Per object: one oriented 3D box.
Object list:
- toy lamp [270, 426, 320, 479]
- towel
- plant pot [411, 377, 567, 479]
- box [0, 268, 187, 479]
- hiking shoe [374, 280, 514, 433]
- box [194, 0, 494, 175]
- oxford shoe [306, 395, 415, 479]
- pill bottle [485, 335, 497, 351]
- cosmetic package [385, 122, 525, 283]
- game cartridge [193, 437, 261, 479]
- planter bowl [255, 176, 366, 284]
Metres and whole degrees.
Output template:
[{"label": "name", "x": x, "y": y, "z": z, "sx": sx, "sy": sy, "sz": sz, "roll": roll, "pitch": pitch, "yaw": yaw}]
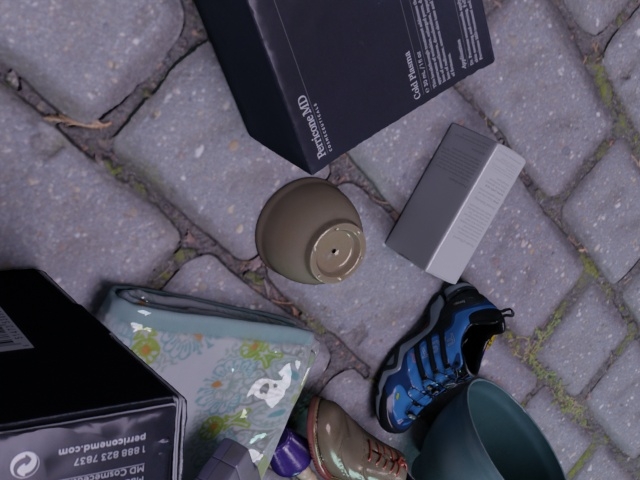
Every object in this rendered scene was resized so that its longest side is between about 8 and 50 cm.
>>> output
[{"label": "toy lamp", "x": -0.020, "y": 0.413, "z": 1.519, "sx": 0.080, "sy": 0.080, "sz": 0.274, "roll": -38, "pitch": 130, "yaw": -13}, {"label": "towel", "x": -0.201, "y": 0.243, "z": 1.302, "sx": 0.375, "sy": 0.090, "sz": 0.320, "roll": 16, "pitch": 102, "yaw": -38}, {"label": "plant pot", "x": 0.296, "y": 0.433, "z": 1.635, "sx": 0.196, "sy": 0.293, "sz": 0.293, "roll": -40, "pitch": 135, "yaw": 24}, {"label": "box", "x": -0.374, "y": 0.317, "z": 0.920, "sx": 0.297, "sy": 0.480, "sz": 0.471, "roll": -4, "pitch": 104, "yaw": -32}, {"label": "hiking shoe", "x": 0.203, "y": 0.217, "z": 1.532, "sx": 0.113, "sy": 0.132, "sz": 0.304, "roll": 26, "pitch": 97, "yaw": -40}, {"label": "box", "x": 0.018, "y": -0.319, "z": 1.109, "sx": 0.313, "sy": 0.179, "sz": 0.343, "roll": -33, "pitch": 127, "yaw": -17}, {"label": "oxford shoe", "x": 0.081, "y": 0.364, "z": 1.502, "sx": 0.348, "sy": 0.130, "sz": 0.123, "roll": 56, "pitch": 34, "yaw": -46}, {"label": "pill bottle", "x": 0.306, "y": 0.173, "z": 1.637, "sx": 0.043, "sy": 0.043, "sz": 0.083, "roll": 34, "pitch": 91, "yaw": -40}, {"label": "cosmetic package", "x": 0.215, "y": -0.060, "z": 1.413, "sx": 0.085, "sy": 0.117, "sz": 0.231, "roll": 22, "pitch": 100, "yaw": -38}, {"label": "game cartridge", "x": -0.154, "y": 0.474, "z": 1.310, "sx": 0.230, "sy": 0.068, "sz": 0.355, "roll": -57, "pitch": 152, "yaw": -37}, {"label": "planter bowl", "x": 0.000, "y": 0.000, "z": 1.302, "sx": 0.162, "sy": 0.109, "sz": 0.162, "roll": -16, "pitch": 121, "yaw": -28}]
